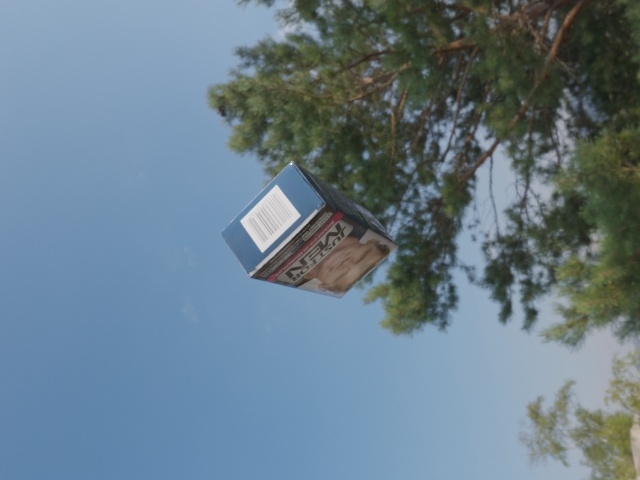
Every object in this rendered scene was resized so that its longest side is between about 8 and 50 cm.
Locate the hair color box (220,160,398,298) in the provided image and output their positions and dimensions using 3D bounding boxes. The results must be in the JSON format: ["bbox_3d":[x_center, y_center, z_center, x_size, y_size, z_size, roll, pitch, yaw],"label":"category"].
[{"bbox_3d":[0.000,0.000,0.935,0.105,0.174,0.347,53,-165,25],"label":"hair color box"}]
